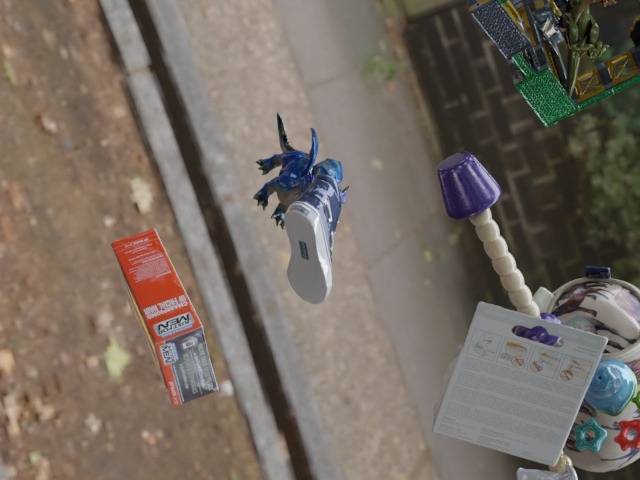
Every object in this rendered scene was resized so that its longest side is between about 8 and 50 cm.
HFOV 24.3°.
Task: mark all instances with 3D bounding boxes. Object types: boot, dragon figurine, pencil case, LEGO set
[{"bbox_3d":[0.000,0.000,2.026,0.086,0.069,0.190,-53,155,-35],"label":"boot"},{"bbox_3d":[-0.020,-0.111,2.262,0.085,0.144,0.289,49,27,-26],"label":"dragon figurine"},{"bbox_3d":[0.433,0.215,2.335,0.183,0.160,0.410,33,-23,30],"label":"pencil case"},{"bbox_3d":[0.295,-0.315,1.836,0.331,0.255,0.192,34,34,-40],"label":"LEGO set"}]

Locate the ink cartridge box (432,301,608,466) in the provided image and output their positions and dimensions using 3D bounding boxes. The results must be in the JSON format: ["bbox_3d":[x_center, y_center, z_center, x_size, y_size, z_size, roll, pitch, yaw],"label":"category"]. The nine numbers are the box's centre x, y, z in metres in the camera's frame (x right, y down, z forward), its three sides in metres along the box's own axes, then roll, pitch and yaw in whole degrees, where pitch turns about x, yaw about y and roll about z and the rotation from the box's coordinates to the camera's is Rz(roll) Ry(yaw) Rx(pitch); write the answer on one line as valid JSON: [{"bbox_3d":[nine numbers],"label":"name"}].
[{"bbox_3d":[0.210,0.147,1.596,0.045,0.145,0.179,-74,180,-62],"label":"ink cartridge box"}]

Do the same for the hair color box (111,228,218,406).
[{"bbox_3d":[-0.159,0.076,1.505,0.167,0.053,0.093,-124,-162,-47],"label":"hair color box"}]

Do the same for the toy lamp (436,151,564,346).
[{"bbox_3d":[0.226,0.014,1.903,0.275,0.080,0.080,63,19,-20],"label":"toy lamp"}]

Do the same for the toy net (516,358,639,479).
[{"bbox_3d":[0.327,0.256,1.820,0.122,0.232,0.045,31,-4,36],"label":"toy net"}]
